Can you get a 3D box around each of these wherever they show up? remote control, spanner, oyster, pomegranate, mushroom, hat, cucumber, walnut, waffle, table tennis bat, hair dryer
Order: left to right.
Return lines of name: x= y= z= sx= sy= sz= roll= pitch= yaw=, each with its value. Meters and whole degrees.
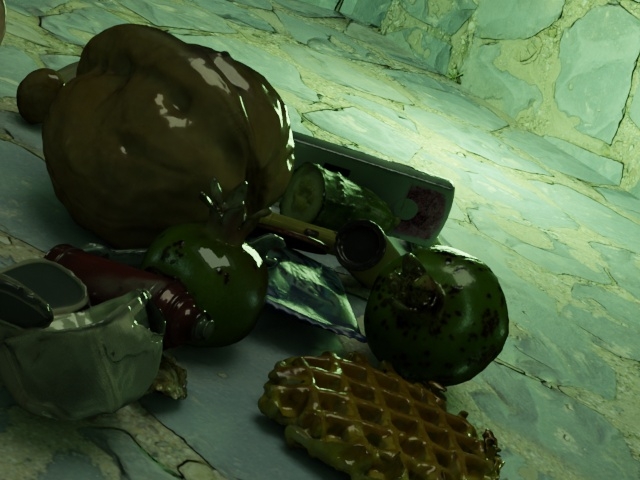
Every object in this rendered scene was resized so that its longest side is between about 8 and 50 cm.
hat: x=-0.307 y=0.104 z=1.238 sx=0.275 sy=0.161 sz=0.232 roll=15 pitch=-2 yaw=-1
mushroom: x=-0.419 y=-0.273 z=2.143 sx=0.128 sy=0.128 sz=0.350 roll=33 pitch=23 yaw=24
oyster: x=-0.208 y=0.161 z=1.396 sx=0.121 sy=0.045 sz=0.146 roll=13 pitch=14 yaw=22
walnut: x=-0.234 y=-0.141 z=1.725 sx=0.383 sy=0.383 sz=0.383 roll=21 pitch=20 yaw=-8
spanner: x=-0.194 y=0.021 z=1.612 sx=0.302 sy=0.071 sz=0.017 roll=-2 pitch=47 yaw=-20
pomegranate: x=-0.142 y=0.031 z=1.514 sx=0.181 sy=0.224 sz=0.181 roll=23 pitch=20 yaw=-9
table tennis bat: x=-0.082 y=-0.009 z=1.871 sx=0.220 sy=0.019 sz=0.130 roll=11 pitch=-10 yaw=39
hair dryer: x=0.000 y=0.000 z=1.963 sx=0.278 sy=0.090 sz=0.135 roll=18 pitch=-11 yaw=22
cucumber: x=0.052 y=-0.054 z=2.109 sx=0.244 sy=0.134 sz=0.134 roll=13 pitch=22 yaw=-36
remote control: x=0.080 y=-0.095 z=2.187 sx=0.344 sy=0.145 sz=0.050 roll=17 pitch=31 yaw=-9
waffle: x=0.080 y=0.234 z=1.478 sx=0.325 sy=0.068 sz=0.302 roll=35 pitch=22 yaw=25
pomegranate: x=0.158 y=0.103 z=1.638 sx=0.211 sy=0.211 sz=0.263 roll=33 pitch=-5 yaw=24

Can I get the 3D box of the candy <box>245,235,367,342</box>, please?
candy: x=-0.035 y=0.070 z=1.757 sx=0.187 sy=0.077 sz=0.331 roll=21 pitch=14 yaw=-11

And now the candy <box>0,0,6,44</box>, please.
candy: x=-0.668 y=-0.385 z=1.989 sx=0.255 sy=0.255 sz=0.094 roll=10 pitch=23 yaw=-33

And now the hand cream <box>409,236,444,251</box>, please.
hand cream: x=0.198 y=-0.019 z=2.314 sx=0.086 sy=0.055 sz=0.235 roll=11 pitch=30 yaw=-19

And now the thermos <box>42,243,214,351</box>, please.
thermos: x=-0.234 y=0.077 z=1.399 sx=0.232 sy=0.099 sz=0.124 roll=16 pitch=1 yaw=25
